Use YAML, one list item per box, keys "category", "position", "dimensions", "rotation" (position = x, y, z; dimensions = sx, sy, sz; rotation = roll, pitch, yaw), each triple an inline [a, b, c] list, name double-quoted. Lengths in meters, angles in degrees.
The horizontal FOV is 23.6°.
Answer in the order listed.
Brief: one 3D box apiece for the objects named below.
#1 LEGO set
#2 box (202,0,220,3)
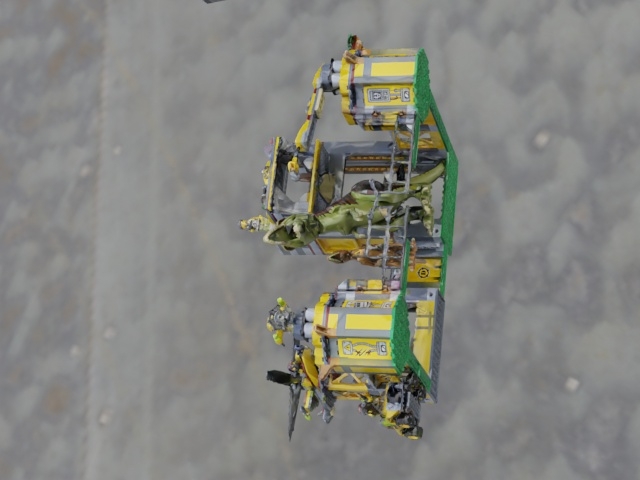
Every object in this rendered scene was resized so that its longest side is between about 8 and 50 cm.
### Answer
- category: "LEGO set"
  position: [0.000, 0.000, 1.316]
  dimensions: [0.192, 0.255, 0.331]
  rotation: [0, 76, 15]
- category: "box"
  position: [-0.111, -0.303, 1.256]
  dimensions: [0.216, 0.270, 0.060]
  rotation: [-2, 61, 48]
